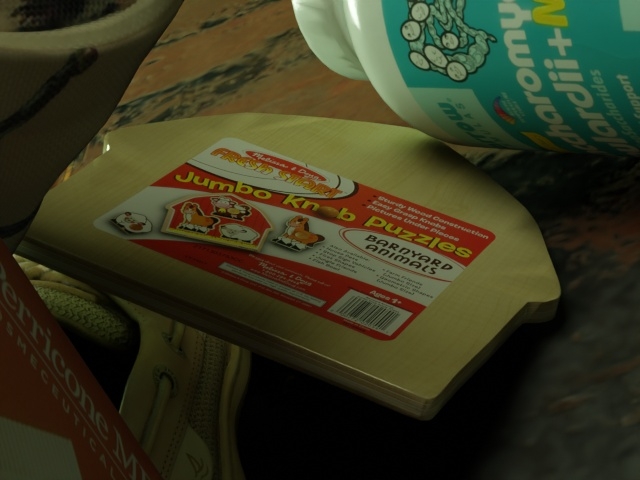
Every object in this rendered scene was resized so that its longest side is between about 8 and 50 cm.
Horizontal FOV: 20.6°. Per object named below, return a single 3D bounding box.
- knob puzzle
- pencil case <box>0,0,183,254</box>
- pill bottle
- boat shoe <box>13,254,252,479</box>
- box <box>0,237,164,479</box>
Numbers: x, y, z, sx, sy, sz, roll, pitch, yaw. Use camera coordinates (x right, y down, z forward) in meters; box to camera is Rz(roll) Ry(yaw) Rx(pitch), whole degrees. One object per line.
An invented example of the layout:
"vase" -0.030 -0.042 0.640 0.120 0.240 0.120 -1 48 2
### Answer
"knob puzzle" 0.000 0.000 0.678 0.213 0.030 0.213 8 28 -4
"pencil case" -0.190 0.003 0.582 0.410 0.160 0.183 -52 23 37
"pill bottle" 0.109 -0.106 0.690 0.264 0.146 0.146 6 45 46
"boat shoe" -0.091 0.047 0.676 0.109 0.098 0.302 -27 30 5
"box" -0.111 0.185 0.371 0.168 0.215 0.345 -23 31 10
